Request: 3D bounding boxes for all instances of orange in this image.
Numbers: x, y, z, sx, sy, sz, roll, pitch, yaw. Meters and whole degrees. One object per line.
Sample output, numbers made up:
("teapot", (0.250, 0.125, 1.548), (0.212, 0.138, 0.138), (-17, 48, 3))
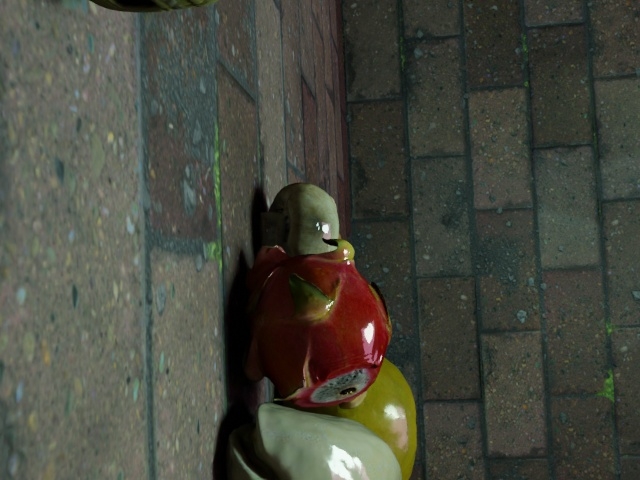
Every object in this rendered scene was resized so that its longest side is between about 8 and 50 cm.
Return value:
("orange", (0.044, 0.324, 1.193), (0.279, 0.235, 0.279), (-179, -90, -83))

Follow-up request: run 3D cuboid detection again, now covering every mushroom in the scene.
("mushroom", (-0.039, -0.011, 1.095), (0.166, 0.127, 0.166), (-176, -90, -75))

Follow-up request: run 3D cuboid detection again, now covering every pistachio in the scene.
("pistachio", (-0.010, 0.321, 0.909), (0.226, 0.208, 0.332), (56, 7, 38))

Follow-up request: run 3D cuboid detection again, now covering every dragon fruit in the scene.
("dragon fruit", (-0.010, 0.119, 0.956), (0.224, 0.224, 0.227), (78, -3, -51))

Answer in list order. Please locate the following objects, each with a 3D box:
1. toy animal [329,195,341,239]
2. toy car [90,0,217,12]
("toy animal", (-0.012, 0.005, 1.390), (0.185, 0.104, 0.184), (86, 13, -46))
("toy car", (-0.145, -0.217, 0.371), (0.256, 0.124, 0.101), (20, 67, -72))
